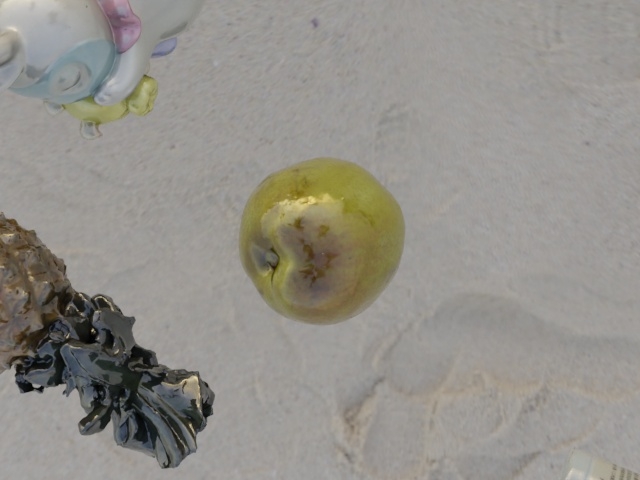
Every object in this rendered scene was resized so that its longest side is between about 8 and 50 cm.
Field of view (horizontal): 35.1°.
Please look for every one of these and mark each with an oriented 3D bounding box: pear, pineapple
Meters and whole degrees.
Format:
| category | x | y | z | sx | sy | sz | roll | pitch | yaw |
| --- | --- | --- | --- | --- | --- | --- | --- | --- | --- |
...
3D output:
| category | x | y | z | sx | sy | sz | roll | pitch | yaw |
| --- | --- | --- | --- | --- | --- | --- | --- | --- | --- |
| pear | 0.000 | 0.000 | 1.150 | 0.200 | 0.200 | 0.200 | 1 | 105 | 4 |
| pineapple | -0.176 | 0.073 | 0.698 | 0.237 | 0.119 | 0.111 | 38 | 108 | -15 |

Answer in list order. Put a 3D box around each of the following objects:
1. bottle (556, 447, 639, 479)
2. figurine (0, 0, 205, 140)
| category | x | y | z | sx | sy | sz | roll | pitch | yaw |
| --- | --- | --- | --- | --- | --- | --- | --- | --- | --- |
| bottle | 0.256 | 0.200 | 0.651 | 0.217 | 0.060 | 0.060 | 20 | 107 | 15 |
| figurine | -0.189 | -0.151 | 0.757 | 0.127 | 0.235 | 0.155 | 31 | 149 | 10 |
